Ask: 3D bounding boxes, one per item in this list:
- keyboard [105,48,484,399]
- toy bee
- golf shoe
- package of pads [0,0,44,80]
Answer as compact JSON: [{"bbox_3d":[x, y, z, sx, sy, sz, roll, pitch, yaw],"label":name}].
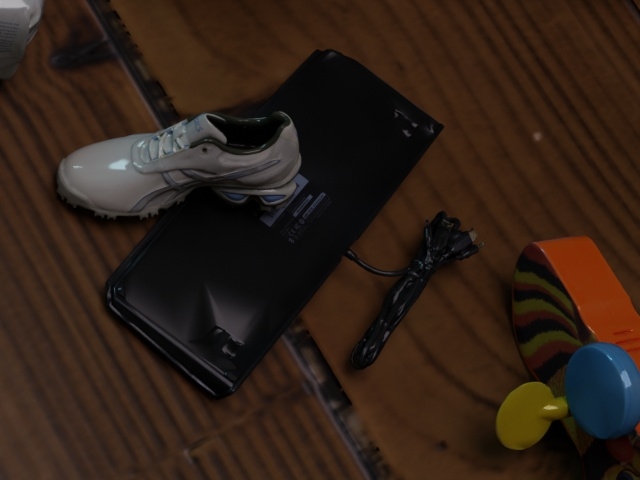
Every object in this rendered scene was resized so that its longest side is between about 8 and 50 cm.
[{"bbox_3d":[0.000,0.000,1.211,0.201,0.033,0.317,37,55,3],"label":"keyboard"},{"bbox_3d":[0.218,0.143,1.195,0.195,0.162,0.298,8,37,-14],"label":"toy bee"},{"bbox_3d":[-0.100,-0.065,1.145,0.176,0.086,0.069,-6,56,-12],"label":"golf shoe"},{"bbox_3d":[-0.313,-0.264,1.145,0.229,0.101,0.297,5,64,-23],"label":"package of pads"}]
